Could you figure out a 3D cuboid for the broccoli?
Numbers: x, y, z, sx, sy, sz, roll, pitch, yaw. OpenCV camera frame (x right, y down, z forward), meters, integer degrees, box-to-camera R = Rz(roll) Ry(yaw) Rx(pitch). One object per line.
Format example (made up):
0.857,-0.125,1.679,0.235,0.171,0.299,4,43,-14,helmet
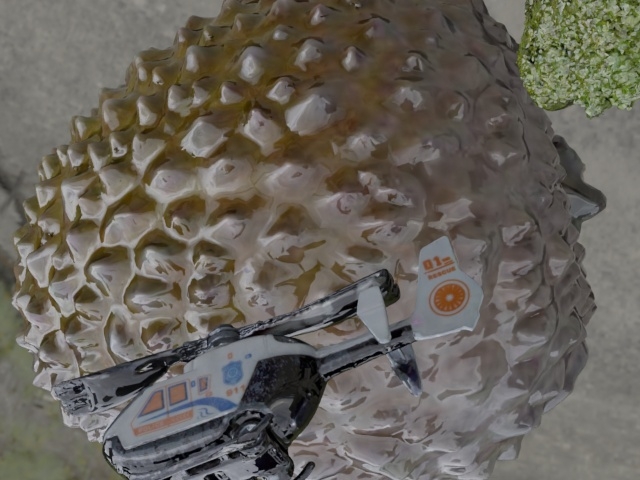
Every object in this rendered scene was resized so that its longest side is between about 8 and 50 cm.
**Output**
0.141,-0.095,0.441,0.120,0.130,0.131,50,148,-11,broccoli

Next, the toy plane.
-0.021,0.061,0.467,0.197,0.078,0.053,-24,139,8,toy plane

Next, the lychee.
0.000,0.000,0.767,0.432,0.381,0.380,-13,160,-14,lychee
